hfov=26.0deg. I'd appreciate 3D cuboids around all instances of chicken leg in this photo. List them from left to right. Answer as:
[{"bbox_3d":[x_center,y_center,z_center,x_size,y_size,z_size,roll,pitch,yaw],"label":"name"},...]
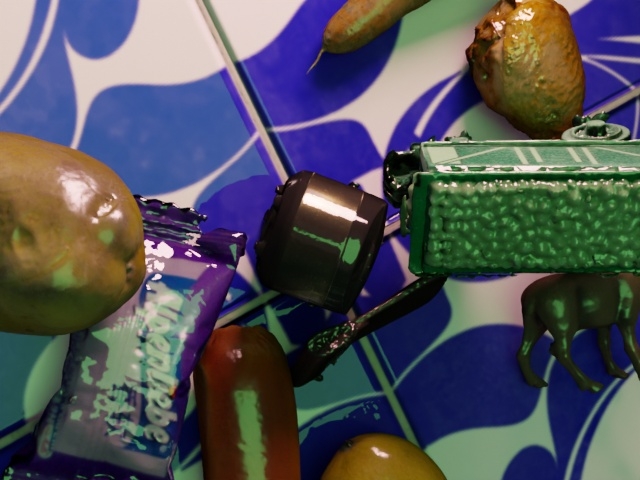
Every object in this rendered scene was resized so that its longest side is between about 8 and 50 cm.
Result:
[{"bbox_3d":[0.216,-0.115,1.293,0.107,0.087,0.251,-28,106,-7],"label":"chicken leg"}]

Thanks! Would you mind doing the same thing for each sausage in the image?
[{"bbox_3d":[-0.060,0.222,1.190,0.089,0.083,0.300,-3,90,-7],"label":"sausage"}]

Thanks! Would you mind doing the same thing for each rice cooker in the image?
[{"bbox_3d":[0.000,0.000,1.172,0.106,0.165,0.112,20,93,-8],"label":"rice cooker"}]

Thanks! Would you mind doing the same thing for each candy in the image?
[{"bbox_3d":[-0.162,0.100,1.151,0.145,0.070,0.275,15,83,-2],"label":"candy"}]

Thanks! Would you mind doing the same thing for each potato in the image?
[{"bbox_3d":[-0.233,-0.005,1.082,0.200,0.137,0.154,11,88,16],"label":"potato"}]

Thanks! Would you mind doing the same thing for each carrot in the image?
[{"bbox_3d":[0.099,-0.243,1.259,0.298,0.078,0.078,-36,102,-12],"label":"carrot"}]

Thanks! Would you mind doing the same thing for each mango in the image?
[{"bbox_3d":[0.050,0.290,1.228,0.137,0.091,0.237,7,88,-14],"label":"mango"}]

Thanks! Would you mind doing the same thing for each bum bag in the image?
[{"bbox_3d":[0.046,0.075,1.217,0.159,0.109,0.026,-29,77,-18],"label":"bum bag"}]

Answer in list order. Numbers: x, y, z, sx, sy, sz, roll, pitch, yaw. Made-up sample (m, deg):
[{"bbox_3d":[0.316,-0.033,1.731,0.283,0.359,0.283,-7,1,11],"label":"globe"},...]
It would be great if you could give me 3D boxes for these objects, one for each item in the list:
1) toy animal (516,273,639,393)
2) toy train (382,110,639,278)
[{"bbox_3d":[0.287,0.046,1.309,0.214,0.094,0.186,-6,94,-22],"label":"toy animal"},{"bbox_3d":[0.190,-0.037,1.200,0.270,0.154,0.115,0,118,-3],"label":"toy train"}]
